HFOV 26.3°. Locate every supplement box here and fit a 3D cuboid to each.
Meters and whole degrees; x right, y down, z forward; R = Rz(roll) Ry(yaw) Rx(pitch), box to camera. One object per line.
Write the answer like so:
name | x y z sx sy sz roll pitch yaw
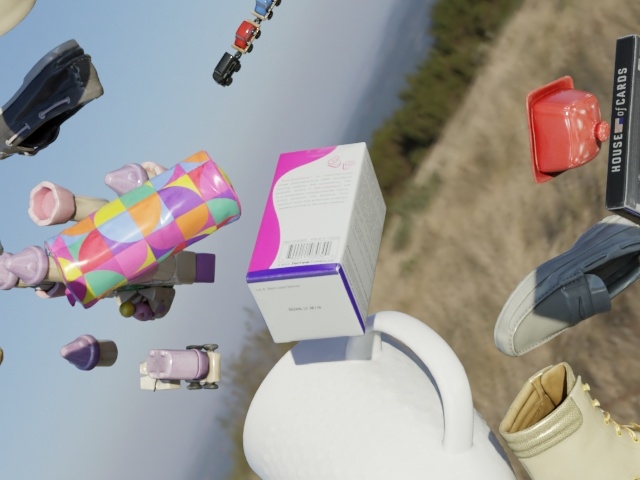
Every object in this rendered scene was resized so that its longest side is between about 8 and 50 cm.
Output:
supplement box | 0.000 0.000 1.585 0.220 0.111 0.114 -77 -26 -44

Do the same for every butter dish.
butter dish | 0.424 -0.183 2.281 0.160 0.118 0.160 -26 -66 -46

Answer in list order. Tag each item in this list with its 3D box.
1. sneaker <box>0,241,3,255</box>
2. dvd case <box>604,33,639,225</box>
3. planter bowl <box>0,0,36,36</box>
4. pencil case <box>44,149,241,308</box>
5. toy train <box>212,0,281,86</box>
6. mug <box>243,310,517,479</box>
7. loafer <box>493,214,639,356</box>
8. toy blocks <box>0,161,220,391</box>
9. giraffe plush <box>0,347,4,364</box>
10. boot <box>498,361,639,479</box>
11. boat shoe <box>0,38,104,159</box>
sneaker | -0.399 0.149 1.224 0.365 0.210 0.137 -35 -5 6
dvd case | 0.373 -0.087 1.406 0.029 0.238 0.179 -7 70 44
planter bowl | -0.444 -0.317 1.681 0.162 0.162 0.109 -65 -36 -39
pencil case | -0.210 -0.012 1.621 0.236 0.104 0.104 -30 -4 -7
toy train | -0.101 -0.283 1.878 0.158 0.027 0.036 -58 -26 2
mug | 0.103 0.265 1.828 0.276 0.328 0.374 -19 -50 -34
loafer | 0.404 0.076 2.150 0.319 0.111 0.112 -39 -47 -17
toy blocks | -0.321 0.055 1.893 0.260 0.288 0.309 8 -102 -51
giraffe plush | -0.614 0.145 2.281 0.181 0.210 0.170 -30 25 20
boot | 0.340 0.218 1.618 0.262 0.203 0.095 -36 20 -18
boat shoe | -0.430 -0.184 2.101 0.112 0.095 0.335 -34 -2 -39
